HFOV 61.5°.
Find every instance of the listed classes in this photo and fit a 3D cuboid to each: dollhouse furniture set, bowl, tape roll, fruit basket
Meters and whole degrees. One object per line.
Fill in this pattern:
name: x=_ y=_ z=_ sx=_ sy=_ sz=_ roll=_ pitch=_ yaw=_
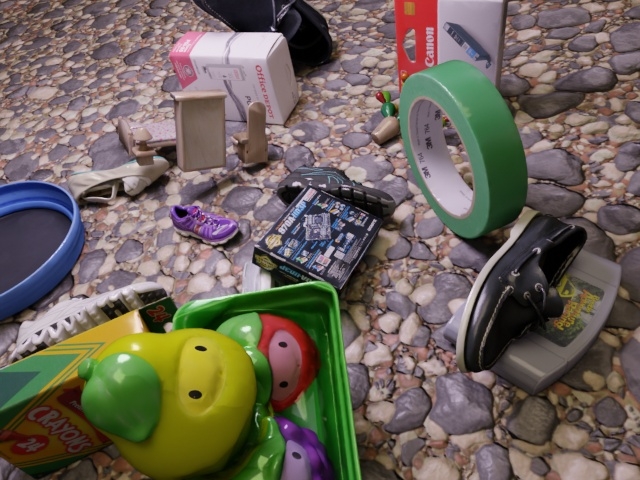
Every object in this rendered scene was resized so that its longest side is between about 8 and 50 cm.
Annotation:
dollhouse furniture set: x=-0.330 y=-0.315 z=1.326 sx=0.303 sy=0.173 sz=0.355 roll=-12 pitch=32 yaw=-28
bowl: x=-0.719 y=0.023 z=1.193 sx=0.391 sy=0.077 sz=0.391 roll=-6 pitch=47 yaw=6
tape roll: x=0.252 y=-0.163 z=0.996 sx=0.077 sy=0.321 sz=0.321 roll=-22 pitch=47 yaw=-9
fruit basket: x=-0.102 y=0.212 z=0.674 sx=0.283 sy=0.392 sz=0.392 roll=-9 pitch=47 yaw=3

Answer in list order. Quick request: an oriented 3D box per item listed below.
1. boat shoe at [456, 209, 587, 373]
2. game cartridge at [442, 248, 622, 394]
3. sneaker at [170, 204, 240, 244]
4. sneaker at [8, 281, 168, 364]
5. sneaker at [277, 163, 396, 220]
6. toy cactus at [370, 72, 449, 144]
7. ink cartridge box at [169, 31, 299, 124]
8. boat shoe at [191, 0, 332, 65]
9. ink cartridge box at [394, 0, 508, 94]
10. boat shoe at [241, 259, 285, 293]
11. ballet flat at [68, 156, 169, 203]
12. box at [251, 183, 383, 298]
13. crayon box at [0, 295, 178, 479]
boat shoe: x=0.320 y=0.078 z=0.825 sx=0.113 sy=0.127 sz=0.340 roll=13 pitch=41 yaw=37
game cartridge: x=0.371 y=0.108 z=0.907 sx=0.196 sy=0.060 sz=0.294 roll=32 pitch=61 yaw=29
sneaker: x=-0.255 y=-0.039 z=1.159 sx=0.170 sy=0.071 sz=0.068 roll=10 pitch=50 yaw=19
sneaker: x=-0.435 y=0.143 z=1.011 sx=0.292 sy=0.110 sz=0.118 roll=-24 pitch=39 yaw=-11
sneaker: x=0.039 y=-0.112 z=1.146 sx=0.267 sy=0.101 sz=0.106 roll=14 pitch=50 yaw=23
toy cactus: x=0.199 y=-0.304 z=1.302 sx=0.180 sy=0.112 sz=0.219 roll=-41 pitch=61 yaw=-12
ink cartridge box: x=-0.222 y=-0.429 z=1.418 sx=0.283 sy=0.207 sz=0.117 roll=9 pitch=52 yaw=20
boat shoe: x=-0.133 y=-0.595 z=1.435 sx=0.187 sy=0.500 sz=0.156 roll=-37 pitch=68 yaw=29
ink cartridge box: x=0.290 y=-0.436 z=1.259 sx=0.261 sy=0.296 sz=0.066 roll=14 pitch=52 yaw=24
boat shoe: x=-0.114 y=0.121 z=0.988 sx=0.081 sy=0.079 sz=0.227 roll=-20 pitch=45 yaw=20
ballet flat: x=-0.486 y=-0.138 z=1.303 sx=0.249 sy=0.086 sz=0.086 roll=-12 pitch=47 yaw=3
box: x=0.000 y=0.000 z=1.027 sx=0.175 sy=0.051 sz=0.220 roll=26 pitch=46 yaw=10
crayon box: x=-0.343 y=0.231 z=0.836 sx=0.319 sy=0.202 sz=0.081 roll=-25 pitch=48 yaw=-10
